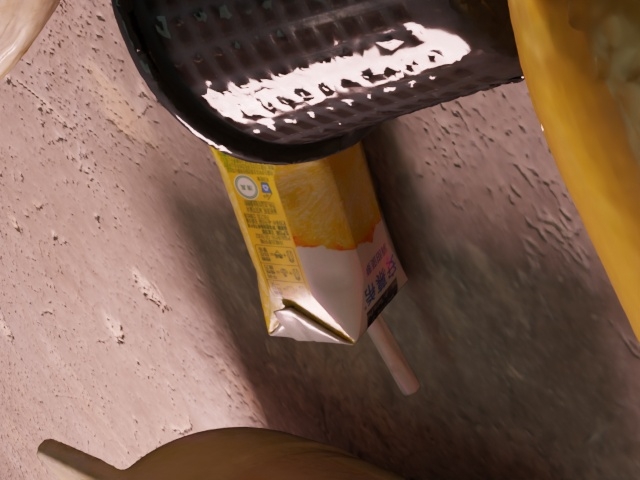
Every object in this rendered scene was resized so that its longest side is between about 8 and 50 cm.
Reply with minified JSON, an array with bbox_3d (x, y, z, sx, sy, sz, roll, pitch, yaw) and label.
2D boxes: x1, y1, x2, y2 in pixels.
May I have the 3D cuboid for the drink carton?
[{"bbox_3d":[0.000,0.000,0.984,0.074,0.084,0.200,4,126,32],"label":"drink carton"}]

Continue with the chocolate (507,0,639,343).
[{"bbox_3d":[0.164,-0.026,0.593,0.445,0.162,0.162,63,155,-5],"label":"chocolate"}]

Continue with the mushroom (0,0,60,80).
[{"bbox_3d":[-0.206,-0.177,1.098,0.095,0.123,0.351,40,148,3],"label":"mushroom"}]

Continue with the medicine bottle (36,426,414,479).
[{"bbox_3d":[-0.027,0.242,1.132,0.406,0.235,0.236,13,131,56],"label":"medicine bottle"}]

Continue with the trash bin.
[{"bbox_3d":[0.028,-0.119,0.704,0.161,0.175,0.175,-2,119,51],"label":"trash bin"}]
